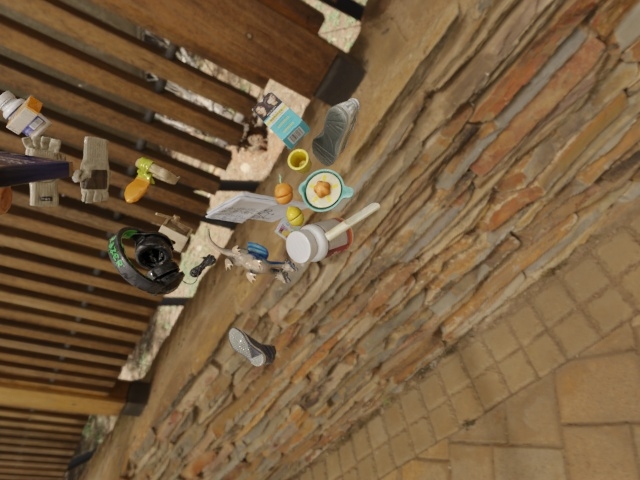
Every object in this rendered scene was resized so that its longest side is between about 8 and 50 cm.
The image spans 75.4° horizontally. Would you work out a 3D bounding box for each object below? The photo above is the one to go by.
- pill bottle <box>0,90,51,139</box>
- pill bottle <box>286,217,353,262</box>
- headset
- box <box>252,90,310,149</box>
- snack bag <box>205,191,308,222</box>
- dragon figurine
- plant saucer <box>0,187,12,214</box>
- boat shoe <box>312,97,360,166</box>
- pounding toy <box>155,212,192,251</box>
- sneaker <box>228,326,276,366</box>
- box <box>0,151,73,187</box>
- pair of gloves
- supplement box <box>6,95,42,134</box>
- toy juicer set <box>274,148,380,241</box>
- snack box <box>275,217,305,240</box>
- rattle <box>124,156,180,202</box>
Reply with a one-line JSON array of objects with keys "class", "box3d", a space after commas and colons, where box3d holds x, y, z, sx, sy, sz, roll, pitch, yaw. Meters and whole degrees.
[{"class": "pill bottle", "box3d": [-1.253, -0.527, 1.743, 0.112, 0.187, 0.112, -31, 32, 21]}, {"class": "pill bottle", "box3d": [0.000, 0.000, 1.334, 0.121, 0.221, 0.121, 12, 109, 37]}, {"class": "headset", "box3d": [-0.545, 0.069, 1.457, 0.185, 0.394, 0.243, -35, 64, 9]}, {"class": "box", "box3d": [-0.142, -0.428, 1.463, 0.100, 0.060, 0.244, -44, 53, 5]}, {"class": "snack bag", "box3d": [-0.260, -0.123, 1.741, 0.323, 0.342, 0.037, -17, 73, 49]}, {"class": "dragon figurine", "box3d": [-0.213, 0.057, 1.267, 0.085, 0.289, 0.144, -68, -15, 10]}, {"class": "plant saucer", "box3d": [-0.785, -0.104, 1.026, 0.083, 0.013, 0.084, -172, 90, -75]}, {"class": "boat shoe", "box3d": [0.055, -0.379, 1.490, 0.103, 0.118, 0.320, -41, -10, -26]}, {"class": "pounding toy", "box3d": [-0.703, -0.049, 1.938, 0.094, 0.181, 0.206, -58, 16, 13]}, {"class": "sneaker", "box3d": [-0.297, 0.471, 1.844, 0.226, 0.163, 0.086, 38, 96, 25]}, {"class": "box", "box3d": [-0.568, -0.126, 0.724, 0.225, 0.136, 0.037, -79, -2, -74]}, {"class": "pair of gloves", "box3d": [-0.747, -0.208, 1.240, 0.042, 0.240, 0.204, 13, 107, 35]}, {"class": "supplement box", "box3d": [-0.853, -0.361, 1.194, 0.098, 0.036, 0.062, -35, 47, 15]}, {"class": "toy juicer set", "box3d": [-0.011, -0.119, 1.254, 0.329, 0.089, 0.209, 37, 91, 21]}, {"class": "snack box", "box3d": [-0.149, -0.075, 2.034, 0.037, 0.100, 0.141, 0, 58, 55]}, {"class": "rattle", "box3d": [-0.509, -0.167, 1.274, 0.199, 0.130, 0.143, 174, 105, -75]}]
